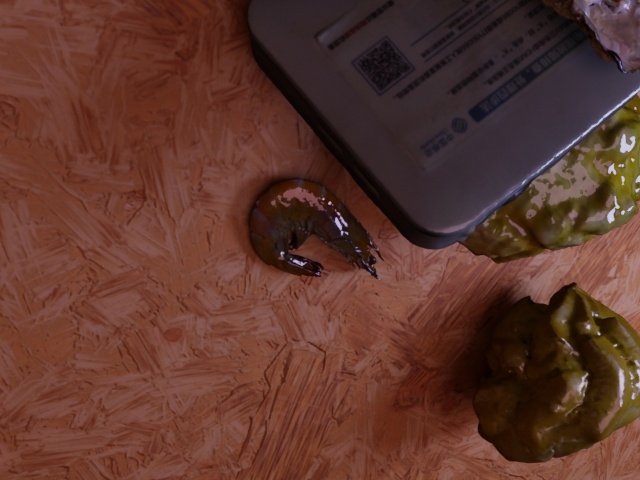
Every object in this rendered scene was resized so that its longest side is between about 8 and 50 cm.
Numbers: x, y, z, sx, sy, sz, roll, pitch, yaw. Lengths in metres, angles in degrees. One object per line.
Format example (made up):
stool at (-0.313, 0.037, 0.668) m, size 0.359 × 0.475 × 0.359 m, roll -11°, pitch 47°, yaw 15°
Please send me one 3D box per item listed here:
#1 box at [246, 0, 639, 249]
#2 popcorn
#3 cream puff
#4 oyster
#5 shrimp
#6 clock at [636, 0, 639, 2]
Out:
box at (0.163, -0.242, 0.776) m, size 0.396 × 0.111 × 0.396 m, roll -38°, pitch 81°, yaw -5°
popcorn at (0.307, -0.133, 0.915) m, size 0.292 × 0.294 × 0.334 m, roll 45°, pitch 73°, yaw -34°
cream puff at (0.410, 0.231, 1.132) m, size 0.291 × 0.324 × 0.257 m, roll -17°, pitch 82°, yaw -35°
oyster at (0.316, -0.244, 0.692) m, size 0.146 × 0.121 × 0.045 m, roll 3°, pitch 151°, yaw -20°
shrimp at (0.000, 0.000, 0.952) m, size 0.249 × 0.068 × 0.150 m, roll 30°, pitch 109°, yaw -27°
clock at (0.444, -0.423, 0.907) m, size 0.308 × 0.096 × 0.234 m, roll -28°, pitch 89°, yaw -28°
